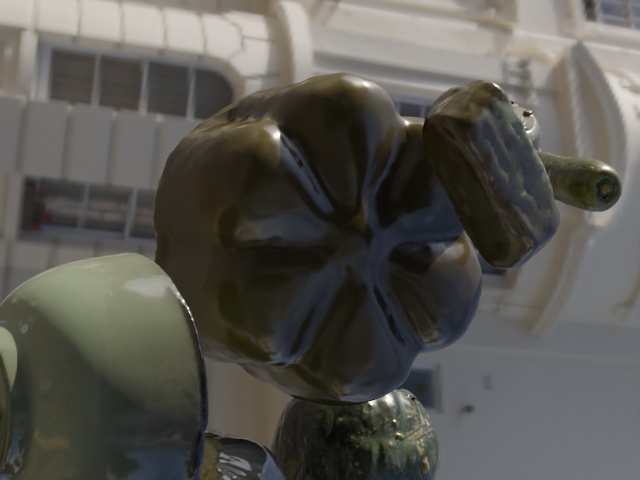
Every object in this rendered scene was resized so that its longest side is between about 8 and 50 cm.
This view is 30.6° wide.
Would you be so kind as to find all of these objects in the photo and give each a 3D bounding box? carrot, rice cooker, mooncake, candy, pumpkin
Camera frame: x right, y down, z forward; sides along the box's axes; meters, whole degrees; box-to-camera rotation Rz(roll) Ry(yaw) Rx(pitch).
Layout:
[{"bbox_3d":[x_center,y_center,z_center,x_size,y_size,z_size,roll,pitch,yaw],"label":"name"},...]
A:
[{"bbox_3d":[0.355,-0.100,1.768,0.358,0.074,0.074,-136,-126,-75],"label":"carrot"},{"bbox_3d":[0.334,-0.176,2.143,0.206,0.145,0.127,-74,171,-59],"label":"rice cooker"},{"bbox_3d":[0.000,0.000,1.672,0.262,0.467,0.467,4,-92,62],"label":"mooncake"},{"bbox_3d":[0.214,-0.082,1.460,0.102,0.104,0.234,-5,-57,53],"label":"candy"},{"bbox_3d":[0.060,0.361,1.938,0.327,0.291,0.257,115,-22,-74],"label":"pumpkin"}]

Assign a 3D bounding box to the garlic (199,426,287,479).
[{"bbox_3d":[-0.193,0.388,1.579,0.317,0.317,0.259,-115,-163,-59],"label":"garlic"}]

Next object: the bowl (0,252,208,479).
[{"bbox_3d":[-0.293,0.185,1.298,0.354,0.185,0.354,-5,-96,52],"label":"bowl"}]
